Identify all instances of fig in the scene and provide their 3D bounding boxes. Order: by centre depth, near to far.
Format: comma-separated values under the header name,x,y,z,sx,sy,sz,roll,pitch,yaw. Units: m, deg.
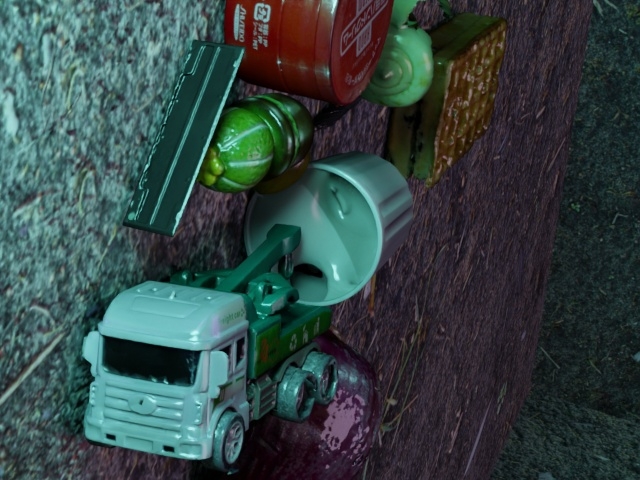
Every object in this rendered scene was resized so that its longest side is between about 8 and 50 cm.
name,x,y,z,sx,sy,sz,roll,pitch,yaw
fig,-0.054,-0.087,1.485,0.088,0.074,0.074,-59,173,35

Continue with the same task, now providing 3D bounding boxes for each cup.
name,x,y,z,sx,sy,sz,roll,pitch,yaw
cup,-0.003,-0.015,1.619,0.166,0.221,0.202,68,21,-4

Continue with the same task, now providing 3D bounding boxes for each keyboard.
name,x,y,z,sx,sy,sz,roll,pitch,yaw
keyboard,-0.129,-0.099,1.259,0.010,0.064,0.198,41,65,-59

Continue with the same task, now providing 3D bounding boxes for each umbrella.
name,x,y,z,sx,sy,sz,roll,pitch,yaw
umbrella,0.037,-0.187,1.741,0.269,0.044,0.044,-36,166,-48

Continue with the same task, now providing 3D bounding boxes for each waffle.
name,x,y,z,sx,sy,sz,roll,pitch,yaw
waffle,0.199,-0.228,2.079,0.308,0.091,0.212,-41,144,-57

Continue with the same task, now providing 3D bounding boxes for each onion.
name,x,y,z,sx,sy,sz,roll,pitch,yaw
onion,-0.031,0.277,1.661,0.348,0.159,0.267,-64,173,-9

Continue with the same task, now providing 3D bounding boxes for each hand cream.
name,x,y,z,sx,sy,sz,roll,pitch,yaw
hand cream,-0.009,-0.243,1.393,0.193,0.125,0.193,17,90,-71

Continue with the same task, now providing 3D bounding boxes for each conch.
name,x,y,z,sx,sy,sz,roll,pitch,yaw
conch,0.107,-0.277,1.683,0.143,0.137,0.250,85,27,-47

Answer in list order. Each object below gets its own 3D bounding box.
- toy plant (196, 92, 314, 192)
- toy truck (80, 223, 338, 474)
name,x,y,z,sx,sy,sz,roll,pitch,yaw
toy plant,-0.077,-0.097,1.357,0.162,0.093,0.092,-32,136,-55
toy truck,-0.103,0.106,1.370,0.363,0.177,0.178,-32,126,-65
